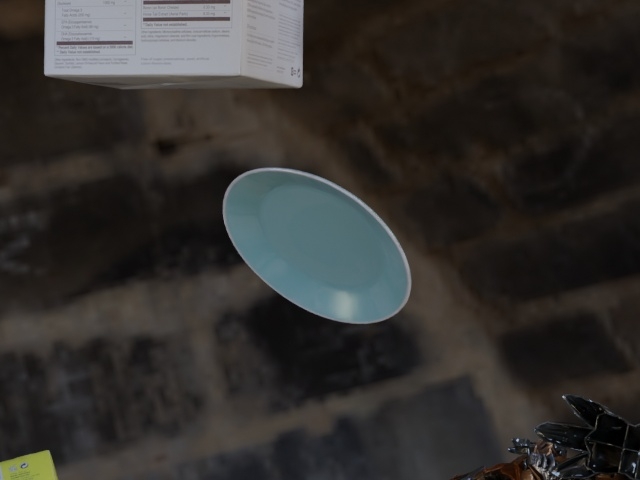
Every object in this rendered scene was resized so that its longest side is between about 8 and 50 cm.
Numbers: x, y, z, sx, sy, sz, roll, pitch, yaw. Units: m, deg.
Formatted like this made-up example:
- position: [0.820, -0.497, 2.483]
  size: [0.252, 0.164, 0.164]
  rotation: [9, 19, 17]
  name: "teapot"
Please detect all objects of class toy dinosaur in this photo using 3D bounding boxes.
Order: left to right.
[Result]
- position: [0.223, 0.180, 1.385]
  size: [0.322, 0.164, 0.218]
  rotation: [-24, -10, 15]
  name: "toy dinosaur"

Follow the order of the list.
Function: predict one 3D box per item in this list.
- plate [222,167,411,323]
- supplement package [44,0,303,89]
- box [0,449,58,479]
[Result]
- position: [0.000, 0.000, 1.767]
  size: [0.188, 0.188, 0.024]
  rotation: [-19, 28, 49]
  name: "plate"
- position: [-0.135, -0.280, 1.896]
  size: [0.198, 0.262, 0.199]
  rotation: [1, 1, 16]
  name: "supplement package"
- position: [-0.229, 0.280, 1.587]
  size: [0.087, 0.232, 0.058]
  rotation: [-15, 35, -7]
  name: "box"
